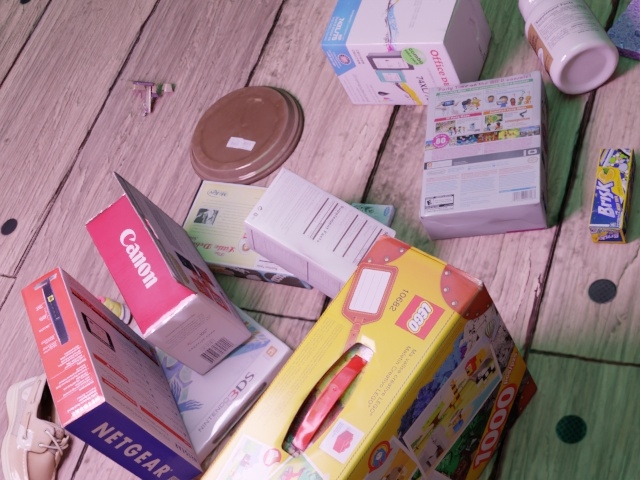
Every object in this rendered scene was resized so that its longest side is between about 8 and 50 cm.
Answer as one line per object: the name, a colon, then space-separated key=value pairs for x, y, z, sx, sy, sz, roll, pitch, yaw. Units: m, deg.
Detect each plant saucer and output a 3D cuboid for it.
plant saucer: x=-0.171 y=-0.240 z=2.163 sx=0.278 sy=0.041 sz=0.277 roll=-12 pitch=55 yaw=18

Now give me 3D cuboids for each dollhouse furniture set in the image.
dollhouse furniture set: x=-0.422 y=-0.345 z=2.378 sx=0.114 sy=0.091 sz=0.081 roll=21 pitch=111 yaw=58

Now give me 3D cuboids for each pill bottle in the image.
pill bottle: x=0.472 y=-0.403 z=1.895 sx=0.131 sy=0.131 sz=0.229 roll=-25 pitch=51 yaw=9

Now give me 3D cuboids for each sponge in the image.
sponge: x=0.652 y=-0.438 z=1.895 sx=0.117 sy=0.031 sz=0.210 roll=29 pitch=75 yaw=37

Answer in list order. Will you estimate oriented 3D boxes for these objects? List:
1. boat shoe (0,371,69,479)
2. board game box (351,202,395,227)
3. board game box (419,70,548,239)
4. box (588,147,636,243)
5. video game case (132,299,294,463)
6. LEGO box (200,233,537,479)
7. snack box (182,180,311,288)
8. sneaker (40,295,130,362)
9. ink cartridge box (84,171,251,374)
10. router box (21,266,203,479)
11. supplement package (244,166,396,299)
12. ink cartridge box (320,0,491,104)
boat shoe: x=-0.543 y=0.384 z=1.884 sx=0.098 sy=0.109 sz=0.302 roll=-26 pitch=45 yaw=10
board game box: x=0.091 y=-0.029 z=1.902 sx=0.090 sy=0.020 sz=0.090 roll=5 pitch=61 yaw=29
board game box: x=0.311 y=-0.160 z=1.835 sx=0.224 sy=0.097 sz=0.303 roll=-5 pitch=58 yaw=22
box: x=0.511 y=-0.079 z=1.707 sx=0.059 sy=0.054 sz=0.169 roll=2 pitch=59 yaw=27
video game case: x=-0.254 y=0.243 z=1.879 sx=0.329 sy=0.036 sz=0.300 roll=33 pitch=77 yaw=38
LEGO box: x=0.077 y=0.306 z=1.456 sx=0.193 sy=0.372 sz=0.500 roll=27 pitch=74 yaw=36
snack box: x=-0.134 y=-0.016 z=1.977 sx=0.322 sy=0.060 sz=0.187 roll=8 pitch=65 yaw=30
sneaker: x=-0.499 y=0.179 z=2.005 sx=0.208 sy=0.094 sz=0.081 roll=-37 pitch=52 yaw=1
ink cartridge box: x=-0.303 y=0.059 z=1.813 sx=0.130 sy=0.272 sz=0.309 roll=-39 pitch=53 yaw=3
router box: x=-0.357 y=0.246 z=1.687 sx=0.082 sy=0.335 sz=0.301 roll=-32 pitch=51 yaw=2
supplement package: x=0.000 y=0.000 z=1.796 sx=0.244 sy=0.139 sz=0.134 roll=31 pitch=71 yaw=11
ink cartridge box: x=0.181 y=-0.411 z=2.001 sx=0.270 sy=0.198 sz=0.197 roll=5 pitch=60 yaw=29
